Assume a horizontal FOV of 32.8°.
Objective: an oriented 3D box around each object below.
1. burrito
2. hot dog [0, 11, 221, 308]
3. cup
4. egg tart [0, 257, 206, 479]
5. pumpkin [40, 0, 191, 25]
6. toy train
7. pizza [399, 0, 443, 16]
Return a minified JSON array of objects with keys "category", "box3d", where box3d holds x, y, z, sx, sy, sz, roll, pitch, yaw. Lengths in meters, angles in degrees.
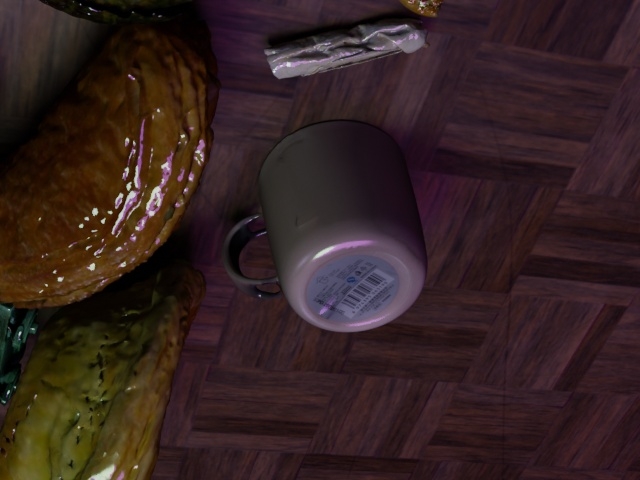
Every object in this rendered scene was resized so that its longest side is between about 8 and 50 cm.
[{"category":"burrito","box3d":[0.030,-0.220,1.227,0.186,0.045,0.041,-14,151,0]},{"category":"hot dog","box3d":[-0.237,-0.074,1.173,0.174,0.267,0.387,38,115,-17]},{"category":"cup","box3d":[0.000,0.000,1.322,0.253,0.200,0.191,-20,133,8]},{"category":"egg tart","box3d":[-0.289,0.214,1.334,0.178,0.443,0.443,24,126,-10]},{"category":"pumpkin","box3d":[-0.194,-0.349,0.966,0.321,0.192,0.320,-6,135,-6]},{"category":"toy train","box3d":[-0.399,0.097,1.366,0.101,0.159,0.248,19,136,-8]},{"category":"pizza","box3d":[0.118,-0.285,1.198,0.083,0.025,0.078,30,124,-31]}]
